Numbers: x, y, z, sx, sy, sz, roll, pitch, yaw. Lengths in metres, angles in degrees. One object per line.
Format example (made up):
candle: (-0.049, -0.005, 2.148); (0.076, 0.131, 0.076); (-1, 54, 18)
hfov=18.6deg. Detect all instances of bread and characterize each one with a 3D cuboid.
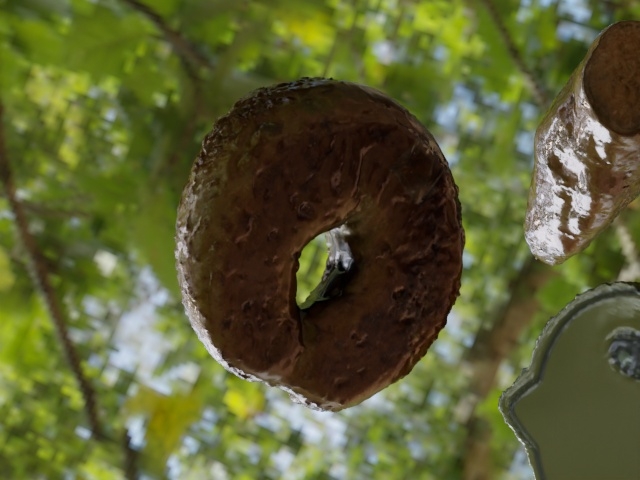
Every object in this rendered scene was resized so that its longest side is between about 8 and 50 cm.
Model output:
bread: (0.000, 0.000, 1.078); (0.193, 0.064, 0.193); (-6, -79, -35)

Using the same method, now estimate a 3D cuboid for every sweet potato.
sweet potato: (0.202, -0.060, 1.457); (0.097, 0.097, 0.252); (-45, -15, -38)

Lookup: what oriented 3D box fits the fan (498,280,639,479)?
fan: (0.247, 0.145, 1.188); (0.011, 0.335, 0.230); (-25, -58, -44)
